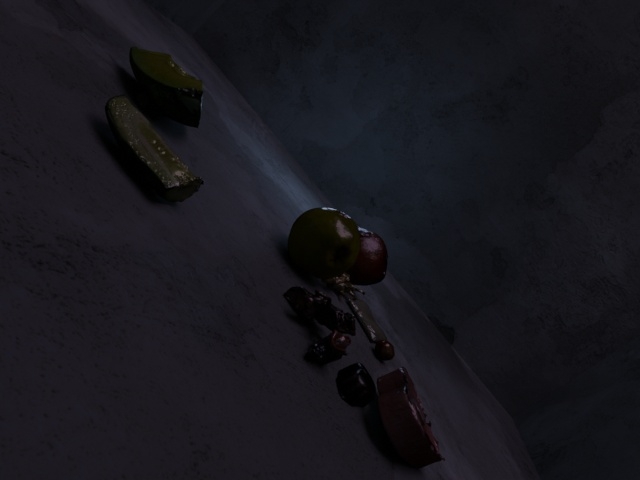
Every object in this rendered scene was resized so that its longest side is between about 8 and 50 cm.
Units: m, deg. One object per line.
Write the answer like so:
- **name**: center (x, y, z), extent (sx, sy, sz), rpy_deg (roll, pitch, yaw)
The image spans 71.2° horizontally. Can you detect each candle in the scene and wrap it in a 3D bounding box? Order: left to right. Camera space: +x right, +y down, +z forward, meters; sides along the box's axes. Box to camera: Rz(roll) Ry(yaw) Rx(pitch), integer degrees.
- **candle**: center (0.261, 0.551, 1.355), extent (0.287, 0.132, 0.317), rpy_deg (61, 9, -5)

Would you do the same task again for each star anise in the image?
- **star anise**: center (0.003, 0.213, 1.405), extent (0.220, 0.098, 0.214), rpy_deg (33, -10, -36)

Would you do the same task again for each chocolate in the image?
- **chocolate**: center (0.116, 0.427, 1.317), extent (0.125, 0.080, 0.149), rpy_deg (50, 11, 2)

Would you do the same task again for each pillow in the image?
- **pillow**: center (0.207, 0.348, 1.950), extent (0.148, 0.050, 0.229), rpy_deg (18, 31, -50)

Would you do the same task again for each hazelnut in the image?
- **hazelnut**: center (0.252, 0.439, 1.785), extent (0.086, 0.086, 0.086), rpy_deg (47, 13, -14)

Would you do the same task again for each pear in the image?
- **pear**: center (0.000, 0.000, 1.778), extent (0.287, 0.287, 0.375), rpy_deg (42, -7, -33)

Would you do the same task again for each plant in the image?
- **plant**: center (-0.590, -0.460, 1.546), extent (0.102, 0.051, 0.051), rpy_deg (53, 11, -12)

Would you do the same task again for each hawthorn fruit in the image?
- **hawthorn fruit**: center (0.186, 0.080, 2.132), extent (0.316, 0.316, 0.316), rpy_deg (47, 13, -14)

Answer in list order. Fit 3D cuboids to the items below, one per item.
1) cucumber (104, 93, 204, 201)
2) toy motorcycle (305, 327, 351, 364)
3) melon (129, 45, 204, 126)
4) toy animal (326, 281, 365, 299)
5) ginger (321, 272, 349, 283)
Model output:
- **cucumber**: center (-0.473, -0.240, 1.199), extent (0.325, 0.105, 0.145), rpy_deg (50, 39, 3)
- **toy motorcycle**: center (0.040, 0.309, 1.309), extent (0.084, 0.118, 0.212), rpy_deg (63, 15, 16)
- **melon**: center (-0.532, -0.551, 1.626), extent (0.331, 0.226, 0.343), rpy_deg (59, 5, -38)
- **toy animal**: center (0.115, 0.206, 1.949), extent (0.099, 0.056, 0.241), rpy_deg (38, 13, 33)
- **ginger**: center (0.041, 0.129, 1.885), extent (0.177, 0.052, 0.193), rpy_deg (19, 31, 2)
